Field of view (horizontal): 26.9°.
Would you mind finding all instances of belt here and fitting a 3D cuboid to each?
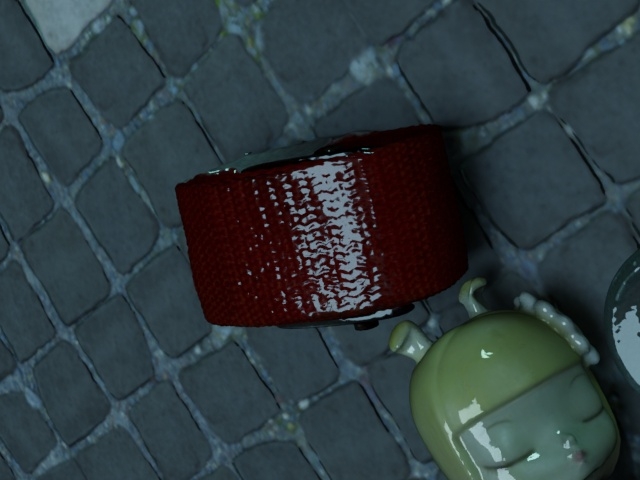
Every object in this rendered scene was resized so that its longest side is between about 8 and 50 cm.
[{"bbox_3d":[0.000,0.000,0.875,0.200,0.128,0.124,-7,101,37],"label":"belt"}]

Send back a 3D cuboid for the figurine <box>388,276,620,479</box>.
[{"bbox_3d":[0.167,0.207,0.816,0.394,0.226,0.274,57,158,14],"label":"figurine"}]

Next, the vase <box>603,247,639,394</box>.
[{"bbox_3d":[0.220,0.015,0.659,0.086,0.214,0.086,11,110,33],"label":"vase"}]
